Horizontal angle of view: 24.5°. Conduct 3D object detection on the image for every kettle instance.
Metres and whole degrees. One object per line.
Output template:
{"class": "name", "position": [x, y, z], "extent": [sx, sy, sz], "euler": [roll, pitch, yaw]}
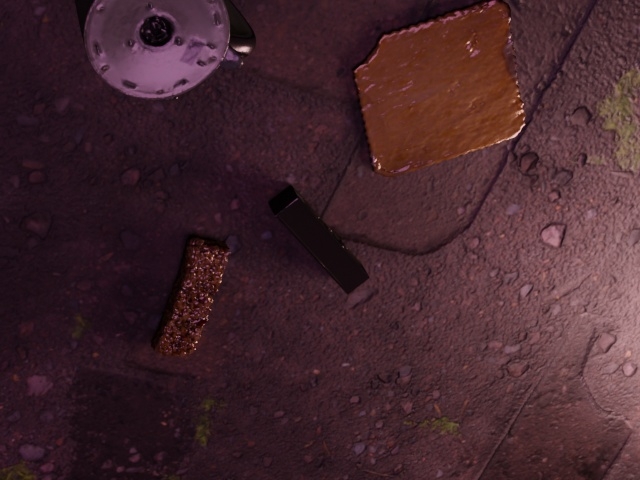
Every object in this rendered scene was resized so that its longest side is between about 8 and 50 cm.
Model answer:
{"class": "kettle", "position": [-0.188, -0.281, 1.754], "extent": [0.240, 0.255, 0.165], "euler": [20, 112, -26]}

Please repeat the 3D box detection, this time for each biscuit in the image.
{"class": "biscuit", "position": [-0.187, 0.083, 2.130], "extent": [0.064, 0.034, 0.199], "euler": [9, 119, -24]}
{"class": "biscuit", "position": [0.168, -0.209, 2.067], "extent": [0.237, 0.013, 0.232], "euler": [-19, 126, -7]}

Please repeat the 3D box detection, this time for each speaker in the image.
{"class": "speaker", "position": [0.000, 0.000, 2.134], "extent": [0.046, 0.040, 0.191], "euler": [-38, 125, 6]}
